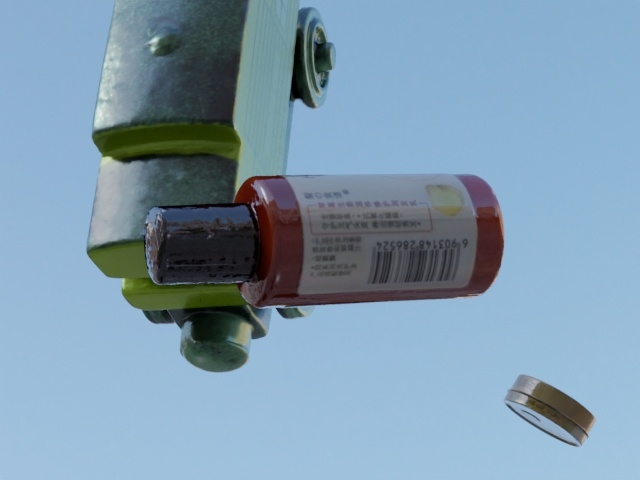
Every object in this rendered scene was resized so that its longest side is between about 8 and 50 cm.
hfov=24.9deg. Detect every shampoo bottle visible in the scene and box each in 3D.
[{"bbox_3d":[0.000,0.000,1.134,0.278,0.104,0.104,-2,-34,-23],"label":"shampoo bottle"}]

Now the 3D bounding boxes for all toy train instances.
[{"bbox_3d":[-0.096,-0.111,1.337,0.179,0.442,0.272,-3,-29,15],"label":"toy train"}]

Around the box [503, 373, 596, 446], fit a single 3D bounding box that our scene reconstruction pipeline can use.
[{"bbox_3d":[0.260,0.193,1.647,0.106,0.037,0.105,32,-11,7],"label":"box"}]
